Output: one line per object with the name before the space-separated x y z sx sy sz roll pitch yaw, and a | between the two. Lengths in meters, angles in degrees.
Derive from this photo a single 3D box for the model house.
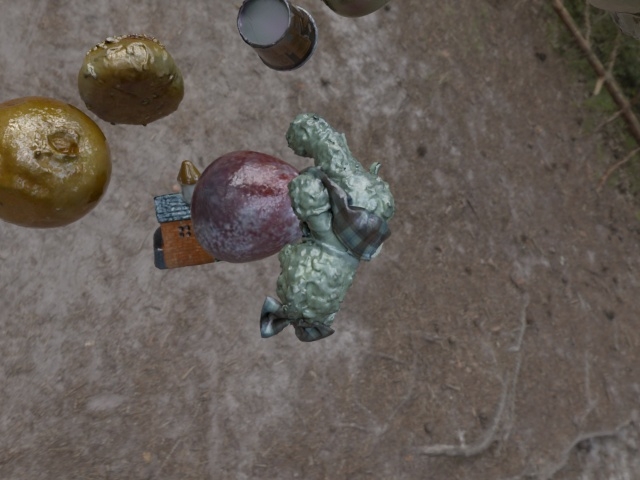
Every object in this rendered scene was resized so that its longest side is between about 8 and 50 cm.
model house | -0.329 -0.093 1.671 0.272 0.300 0.190 -8 34 -7

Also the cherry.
cherry | -0.153 -0.069 1.265 0.213 0.286 0.236 27 69 -62

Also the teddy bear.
teddy bear | 0.018 -0.007 0.586 0.133 0.111 0.213 36 58 -53

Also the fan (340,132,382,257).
fan | 0.124 -0.139 1.941 0.233 0.012 0.414 -45 124 -50

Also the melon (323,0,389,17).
melon | 0.128 -0.755 1.717 0.223 0.317 0.223 41 28 -27

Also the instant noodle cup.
instant noodle cup | -0.139 -0.647 1.914 0.217 0.217 0.207 63 15 6

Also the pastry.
pastry | -0.542 -0.466 1.776 0.184 0.285 0.316 68 13 18

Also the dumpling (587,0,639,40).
dumpling | 0.516 -0.461 1.015 0.181 0.341 0.260 -20 83 -18

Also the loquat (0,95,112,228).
loquat | -0.657 -0.178 1.466 0.329 0.328 0.328 15 61 -28
